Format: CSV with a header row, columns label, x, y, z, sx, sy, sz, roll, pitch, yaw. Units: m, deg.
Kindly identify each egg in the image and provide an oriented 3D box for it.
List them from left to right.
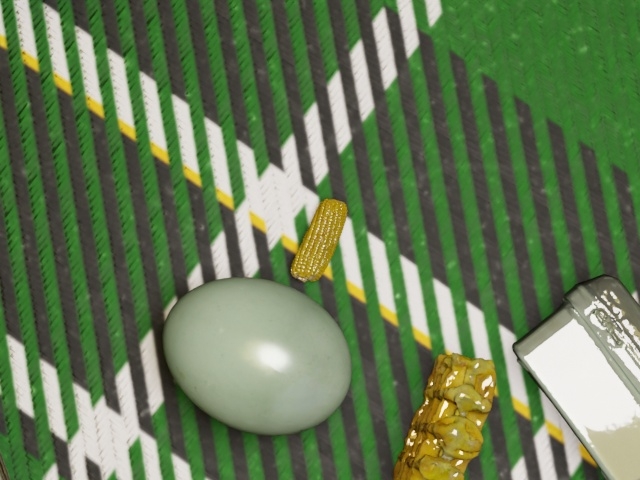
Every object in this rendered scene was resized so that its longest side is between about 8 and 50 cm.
label,x,y,z,sx,sy,sz,roll,pitch,yaw
egg,-0.063,0.113,1.627,0.192,0.149,0.149,21,83,1

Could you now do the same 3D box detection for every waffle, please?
label,x,y,z,sx,sy,sz,roll,pitch,yaw
waffle,0.121,0.184,1.594,0.055,0.211,0.160,21,83,0

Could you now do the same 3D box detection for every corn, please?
label,x,y,z,sx,sy,sz,roll,pitch,yaw
corn,0.000,0.000,1.700,0.037,0.037,0.092,22,81,1

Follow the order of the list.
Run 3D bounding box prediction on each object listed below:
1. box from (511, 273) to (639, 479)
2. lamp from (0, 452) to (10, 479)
label,x,y,z,sx,sy,sz,roll,pitch,yaw
box,0.293,0.144,1.640,0.129,0.148,0.210,-36,83,2
lamp,-0.424,0.263,1.566,0.269,0.047,0.266,-14,55,-19
